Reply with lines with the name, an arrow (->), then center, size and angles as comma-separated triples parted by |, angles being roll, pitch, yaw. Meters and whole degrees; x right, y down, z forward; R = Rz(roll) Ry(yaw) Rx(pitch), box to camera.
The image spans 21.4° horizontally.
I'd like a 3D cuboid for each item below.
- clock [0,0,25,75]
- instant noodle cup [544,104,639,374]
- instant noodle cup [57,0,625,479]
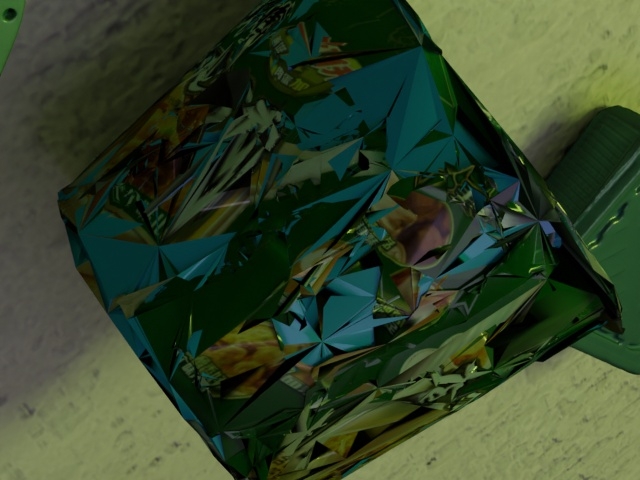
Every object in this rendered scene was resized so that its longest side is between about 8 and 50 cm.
clock -> -0.219, -0.070, 0.654 | 0.188, 0.060, 0.148 | 6, 120, -42
instant noodle cup -> 0.193, -0.006, 1.045 | 0.179, 0.070, 0.157 | 23, 109, -48
instant noodle cup -> 0.000, 0.000, 0.774 | 0.178, 0.240, 0.240 | -35, 140, 1
